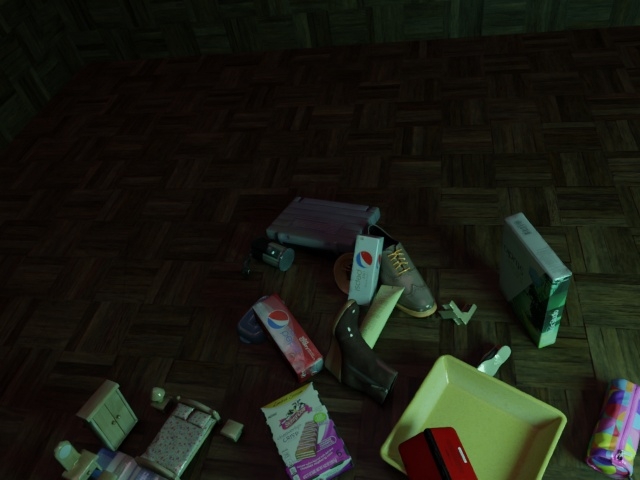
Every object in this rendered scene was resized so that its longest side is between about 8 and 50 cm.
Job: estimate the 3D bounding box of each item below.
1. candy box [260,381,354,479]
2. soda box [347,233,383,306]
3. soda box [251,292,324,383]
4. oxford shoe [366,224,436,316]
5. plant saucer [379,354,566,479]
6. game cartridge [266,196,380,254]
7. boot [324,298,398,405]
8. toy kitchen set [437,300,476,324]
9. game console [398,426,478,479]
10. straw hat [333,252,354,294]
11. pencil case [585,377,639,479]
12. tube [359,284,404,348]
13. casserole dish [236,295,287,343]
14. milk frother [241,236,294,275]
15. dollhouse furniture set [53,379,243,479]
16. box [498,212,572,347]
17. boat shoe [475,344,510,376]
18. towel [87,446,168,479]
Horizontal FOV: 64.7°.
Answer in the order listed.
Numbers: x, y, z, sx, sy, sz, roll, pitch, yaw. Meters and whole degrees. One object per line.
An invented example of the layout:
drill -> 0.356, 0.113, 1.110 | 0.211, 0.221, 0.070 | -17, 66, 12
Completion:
candy box -> -0.038, 0.506, 1.305 | 0.159, 0.071, 0.233 | -25, 47, -11
soda box -> 0.141, 0.090, 1.570 | 0.074, 0.216, 0.069 | 10, 9, 20
soda box -> -0.099, 0.285, 1.491 | 0.092, 0.083, 0.263 | -29, 57, -19
oxford shoe -> 0.237, 0.091, 1.596 | 0.130, 0.132, 0.363 | -26, 48, -13
plant saucer -> 0.368, 0.489, 1.230 | 0.333, 0.080, 0.332 | 24, 55, 30
game cartridge -> 0.006, -0.056, 1.803 | 0.355, 0.068, 0.230 | 11, 48, 31
boot -> 0.123, 0.300, 1.367 | 0.207, 0.248, 0.090 | 26, 26, 28
toy kitchen set -> 0.402, 0.199, 1.510 | 0.075, 0.083, 0.068 | -47, 13, -29
game console -> 0.270, 0.516, 1.162 | 0.124, 0.085, 0.144 | 7, 41, -25
straw hat -> 0.117, 0.106, 1.651 | 0.145, 0.144, 0.061 | 9, 8, 19
pencil case -> 0.706, 0.442, 1.192 | 0.105, 0.104, 0.236 | 19, 53, 27
tube -> 0.167, 0.233, 1.504 | 0.070, 0.062, 0.240 | 25, 65, 13
casserole dish -> -0.188, 0.245, 1.608 | 0.114, 0.037, 0.188 | 23, 57, 30
milk frother -> -0.189, 0.073, 1.744 | 0.135, 0.129, 0.143 | 21, 97, 28
dollhouse furniture set -> -0.435, 0.510, 1.286 | 0.356, 0.173, 0.303 | 11, 43, 23
box -> 0.571, 0.114, 1.376 | 0.059, 0.322, 0.232 | -20, 46, 0
boat shoe -> 0.462, 0.335, 1.384 | 0.137, 0.049, 0.043 | -37, 9, -19
towel -> -0.517, 0.662, 1.285 | 0.285, 0.034, 0.209 | 15, 51, 24
